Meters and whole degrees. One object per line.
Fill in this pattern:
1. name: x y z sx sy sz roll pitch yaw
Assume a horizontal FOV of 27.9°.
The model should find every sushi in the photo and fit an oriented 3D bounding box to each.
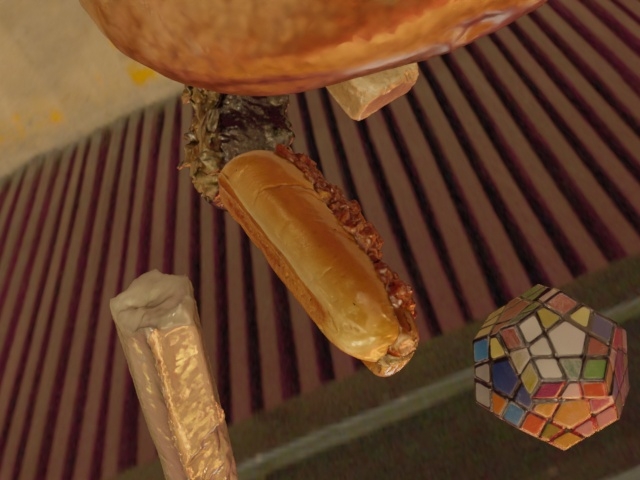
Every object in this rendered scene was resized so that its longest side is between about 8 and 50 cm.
1. sushi: -0.097 -0.123 1.439 0.115 0.212 0.147 5 153 -13

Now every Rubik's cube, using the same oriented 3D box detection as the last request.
1. Rubik's cube: 0.153 0.083 0.854 0.111 0.111 0.093 0 150 -5

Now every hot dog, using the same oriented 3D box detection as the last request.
1. hot dog: 0.000 0.000 0.960 0.076 0.249 0.102 -47 136 9

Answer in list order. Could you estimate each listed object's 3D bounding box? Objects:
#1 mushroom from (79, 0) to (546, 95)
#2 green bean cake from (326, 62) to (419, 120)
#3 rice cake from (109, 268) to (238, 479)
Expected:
1. mushroom: -0.005 -0.182 0.520 0.283 0.263 0.195 -18 153 34
2. green bean cake: 0.047 -0.272 1.836 0.109 0.085 0.179 -29 76 -27
3. rice cake: -0.088 0.117 0.843 0.052 0.057 0.256 -17 138 -8
